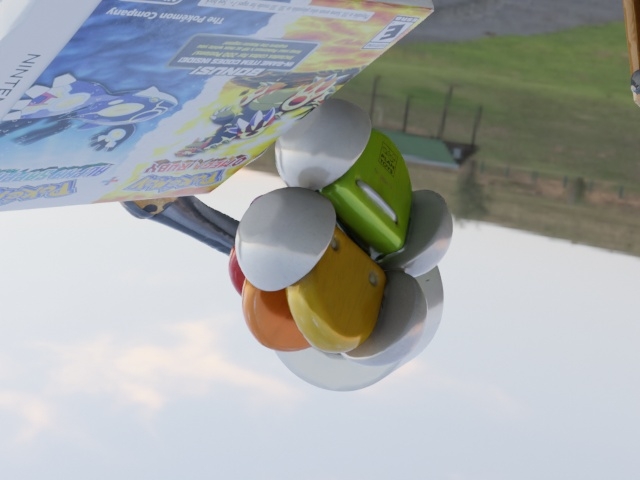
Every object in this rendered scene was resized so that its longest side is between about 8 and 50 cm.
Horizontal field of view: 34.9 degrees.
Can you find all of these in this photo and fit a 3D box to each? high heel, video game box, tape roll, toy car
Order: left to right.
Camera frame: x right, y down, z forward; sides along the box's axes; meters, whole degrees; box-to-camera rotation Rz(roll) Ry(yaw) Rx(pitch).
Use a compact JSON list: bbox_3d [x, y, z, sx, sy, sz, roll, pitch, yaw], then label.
[{"bbox_3d":[-0.080,-0.073,0.452,0.205,0.048,0.187,-9,163,-47],"label":"video game box"},{"bbox_3d":[-0.148,-0.126,1.116,0.093,0.261,0.186,-26,140,36],"label":"high heel"},{"bbox_3d":[0.000,0.000,0.738,0.136,0.182,0.159,-12,137,43],"label":"toy car"},{"bbox_3d":[0.052,0.095,1.562,0.246,0.246,0.169,10,-172,20],"label":"tape roll"}]

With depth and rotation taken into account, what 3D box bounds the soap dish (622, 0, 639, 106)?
[{"bbox_3d":[0.394,-0.251,0.932,0.118,0.229,0.291,7,160,-18],"label":"soap dish"}]
